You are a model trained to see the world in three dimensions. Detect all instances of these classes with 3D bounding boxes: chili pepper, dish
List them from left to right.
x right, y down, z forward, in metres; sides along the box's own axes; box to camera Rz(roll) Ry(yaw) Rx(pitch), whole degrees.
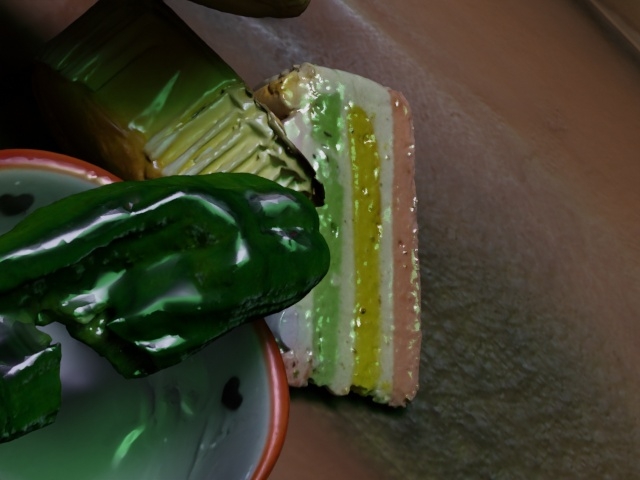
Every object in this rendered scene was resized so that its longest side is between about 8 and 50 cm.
[{"bbox_3d":[-0.153,0.088,0.928,0.256,0.117,0.256,18,51,-24],"label":"dish"},{"bbox_3d":[-0.104,0.022,0.873,0.253,0.083,0.099,-24,84,-38],"label":"chili pepper"}]

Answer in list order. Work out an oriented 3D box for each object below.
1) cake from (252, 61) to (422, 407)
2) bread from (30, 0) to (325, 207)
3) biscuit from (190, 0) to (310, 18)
[{"bbox_3d":[0.012,-0.010,1.128,0.109,0.090,0.225,9,56,-33],"label":"cake"},{"bbox_3d":[-0.091,-0.058,1.044,0.114,0.132,0.190,-43,65,-12],"label":"bread"},{"bbox_3d":[-0.180,-0.199,0.950,0.376,0.269,0.051,23,91,0],"label":"biscuit"}]
